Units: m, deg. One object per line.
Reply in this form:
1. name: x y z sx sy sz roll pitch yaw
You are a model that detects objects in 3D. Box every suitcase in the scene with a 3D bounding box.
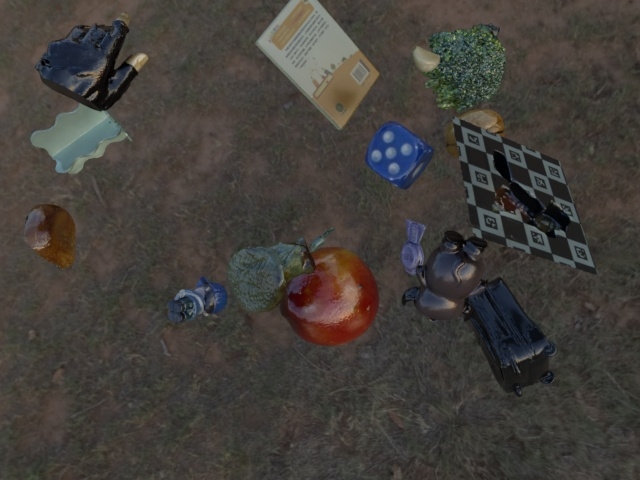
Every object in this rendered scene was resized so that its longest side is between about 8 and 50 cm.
1. suitcase: 0.623 0.317 1.626 0.188 0.345 0.339 -27 52 8

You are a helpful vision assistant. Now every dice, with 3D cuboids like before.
1. dice: 0.217 -0.233 1.331 0.146 0.146 0.143 39 106 19

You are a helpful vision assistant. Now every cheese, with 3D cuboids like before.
1. cheese: 0.000 0.000 1.622 0.026 0.067 0.121 49 122 13
2. cheese: 0.321 0.027 1.681 0.105 0.042 0.191 27 121 49

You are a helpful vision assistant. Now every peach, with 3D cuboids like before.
1. peach: 0.026 0.212 1.782 0.388 0.388 0.388 -5 68 13

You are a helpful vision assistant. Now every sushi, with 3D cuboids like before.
1. sushi: 0.450 -0.095 1.131 0.343 0.064 0.359 16 53 -18

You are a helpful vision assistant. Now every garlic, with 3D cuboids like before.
1. garlic: 0.248 -0.424 1.136 0.041 0.083 0.053 -7 75 55

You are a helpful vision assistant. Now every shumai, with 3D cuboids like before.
1. shumai: -0.156 0.100 1.555 0.271 0.203 0.222 -12 98 35

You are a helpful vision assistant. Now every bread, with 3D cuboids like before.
1. bread: -0.557 -0.015 1.022 0.044 0.126 0.129 -22 52 6

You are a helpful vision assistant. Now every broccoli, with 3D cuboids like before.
1. broccoli: 0.498 -0.598 1.691 0.338 0.277 0.317 -13 24 -6

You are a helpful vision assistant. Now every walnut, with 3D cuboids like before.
1. walnut: 0.461 -0.317 1.440 0.180 0.144 0.144 -10 67 6

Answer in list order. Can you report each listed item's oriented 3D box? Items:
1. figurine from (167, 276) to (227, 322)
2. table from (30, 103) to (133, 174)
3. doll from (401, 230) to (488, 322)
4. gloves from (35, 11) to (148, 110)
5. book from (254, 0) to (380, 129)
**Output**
1. figurine: -0.275 0.135 1.095 0.087 0.149 0.086 3 102 24
2. table: -0.628 -0.273 1.270 0.198 0.166 0.166 -38 65 -6
3. doll: 0.306 0.097 1.170 0.181 0.257 0.117 14 39 5
4. gloves: -0.380 -0.324 0.823 0.129 0.106 0.181 21 82 9
5. book: 0.004 -0.451 1.207 0.208 0.295 0.020 -56 25 -17
